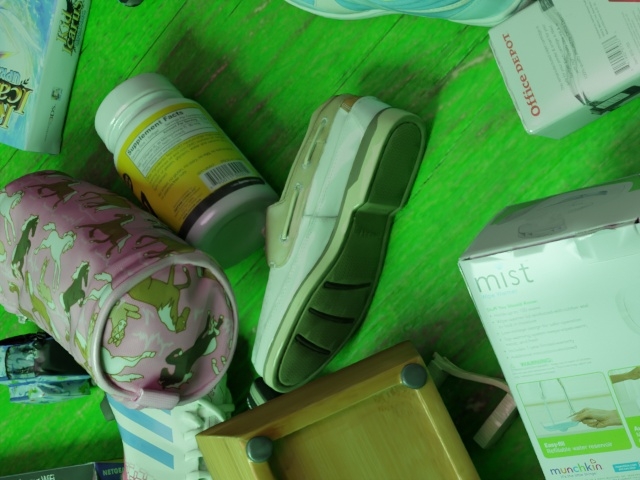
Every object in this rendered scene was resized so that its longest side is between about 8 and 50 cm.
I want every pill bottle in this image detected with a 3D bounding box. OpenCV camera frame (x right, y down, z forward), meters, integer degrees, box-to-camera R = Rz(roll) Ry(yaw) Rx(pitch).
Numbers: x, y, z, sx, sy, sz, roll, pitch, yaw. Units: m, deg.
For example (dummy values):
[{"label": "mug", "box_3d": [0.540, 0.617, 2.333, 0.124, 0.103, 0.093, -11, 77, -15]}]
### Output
[{"label": "pill bottle", "box_3d": [-0.145, -0.076, 1.416, 0.208, 0.119, 0.119, 50, 115, 26]}]

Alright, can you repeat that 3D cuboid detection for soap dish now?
[{"label": "soap dish", "box_3d": [0.050, 0.256, 1.191, 0.290, 0.229, 0.118, 65, 163, 11]}]

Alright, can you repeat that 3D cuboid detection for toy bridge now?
[{"label": "toy bridge", "box_3d": [0.169, 0.166, 1.244, 0.188, 0.026, 0.063, 44, 110, 28]}]

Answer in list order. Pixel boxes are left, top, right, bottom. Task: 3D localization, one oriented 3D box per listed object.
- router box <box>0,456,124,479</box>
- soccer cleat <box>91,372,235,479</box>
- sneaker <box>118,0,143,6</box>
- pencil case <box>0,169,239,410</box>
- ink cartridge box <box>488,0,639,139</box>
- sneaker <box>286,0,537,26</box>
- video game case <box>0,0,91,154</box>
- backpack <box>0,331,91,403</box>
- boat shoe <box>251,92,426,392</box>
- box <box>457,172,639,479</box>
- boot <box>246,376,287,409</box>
[{"label": "router box", "box_3d": [-0.329, 0.391, 1.551, 0.309, 0.081, 0.242, -14, 81, 34]}, {"label": "soccer cleat", "box_3d": [-0.140, 0.215, 1.387, 0.143, 0.116, 0.331, -40, 58, 24]}, {"label": "sneaker", "box_3d": [-0.171, -0.335, 1.475, 0.188, 0.067, 0.078, -49, 57, 20]}, {"label": "pencil case", "box_3d": [-0.231, 0.044, 1.379, 0.386, 0.160, 0.167, 24, 137, 55]}, {"label": "ink cartridge box", "box_3d": [0.240, -0.171, 1.184, 0.150, 0.063, 0.109, -28, 73, 31]}, {"label": "sneaker", "box_3d": [0.030, -0.276, 1.247, 0.319, 0.208, 0.127, 9, 95, 35]}, {"label": "video game case", "box_3d": [-0.408, -0.255, 1.643, 0.270, 0.061, 0.244, 19, 100, 34]}, {"label": "backpack", "box_3d": [-0.325, 0.148, 1.543, 0.114, 0.105, 0.084, -4, 85, 37]}, {"label": "boat shoe", "box_3d": [0.000, 0.000, 1.325, 0.103, 0.113, 0.302, 27, 93, 34]}, {"label": "box", "box_3d": [0.278, 0.067, 1.059, 0.262, 0.127, 0.231, -15, 105, 34]}, {"label": "boot", "box_3d": [-0.032, 0.273, 1.346, 0.236, 0.085, 0.178, 48, 116, 26]}]
